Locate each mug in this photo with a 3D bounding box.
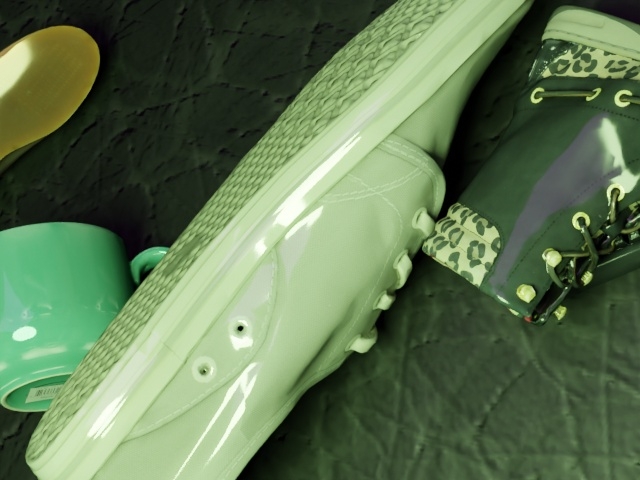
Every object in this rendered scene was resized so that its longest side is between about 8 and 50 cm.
[{"bbox_3d":[-0.177,0.054,0.926,0.158,0.129,0.097,-23,66,20],"label":"mug"}]

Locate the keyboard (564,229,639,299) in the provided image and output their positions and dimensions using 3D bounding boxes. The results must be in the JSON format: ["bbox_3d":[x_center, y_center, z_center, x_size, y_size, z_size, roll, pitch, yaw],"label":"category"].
[{"bbox_3d":[0.205,-0.019,0.804,0.180,0.023,0.108,-25,63,20],"label":"keyboard"}]

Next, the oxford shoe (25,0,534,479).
[{"bbox_3d":[0.000,0.000,0.858,0.449,0.130,0.169,-52,13,-5],"label":"oxford shoe"}]

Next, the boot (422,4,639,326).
[{"bbox_3d":[0.177,-0.020,0.756,0.236,0.085,0.178,33,89,44],"label":"boot"}]

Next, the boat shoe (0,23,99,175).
[{"bbox_3d":[-0.254,-0.093,1.055,0.207,0.073,0.073,-42,18,4],"label":"boat shoe"}]
